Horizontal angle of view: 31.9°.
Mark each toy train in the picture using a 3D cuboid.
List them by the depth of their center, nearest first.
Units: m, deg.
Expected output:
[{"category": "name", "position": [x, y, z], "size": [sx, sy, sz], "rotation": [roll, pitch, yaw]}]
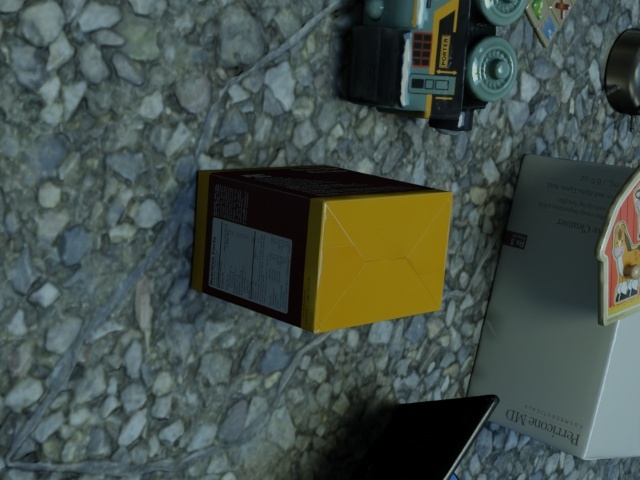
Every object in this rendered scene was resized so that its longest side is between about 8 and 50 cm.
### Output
[{"category": "toy train", "position": [0.132, -0.287, 1.273], "size": [0.190, 0.142, 0.334], "rotation": [-3, 104, -35]}]

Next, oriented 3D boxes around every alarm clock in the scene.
[{"category": "alarm clock", "position": [0.498, -0.271, 1.696], "size": [0.129, 0.064, 0.192], "rotation": [40, 70, -44]}]

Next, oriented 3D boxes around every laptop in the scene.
[{"category": "laptop", "position": [0.104, 0.418, 1.381], "size": [0.236, 0.408, 0.382], "rotation": [40, 69, -8]}]

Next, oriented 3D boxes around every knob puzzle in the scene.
[{"category": "knob puzzle", "position": [0.415, -0.003, 1.411], "size": [0.213, 0.030, 0.213], "rotation": [-11, 108, -37]}]

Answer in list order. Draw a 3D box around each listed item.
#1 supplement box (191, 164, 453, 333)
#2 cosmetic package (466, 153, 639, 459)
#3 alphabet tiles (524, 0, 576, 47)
[{"category": "supplement box", "position": [0.000, 0.000, 1.171], "size": [0.191, 0.194, 0.129], "rotation": [-6, 106, -44]}, {"category": "cosmetic package", "position": [0.362, 0.089, 1.553], "size": [0.156, 0.217, 0.385], "rotation": [11, 92, -45]}, {"category": "alphabet tiles", "position": [0.324, -0.415, 1.514], "size": [0.237, 0.009, 0.198], "rotation": [-57, 134, -17]}]
